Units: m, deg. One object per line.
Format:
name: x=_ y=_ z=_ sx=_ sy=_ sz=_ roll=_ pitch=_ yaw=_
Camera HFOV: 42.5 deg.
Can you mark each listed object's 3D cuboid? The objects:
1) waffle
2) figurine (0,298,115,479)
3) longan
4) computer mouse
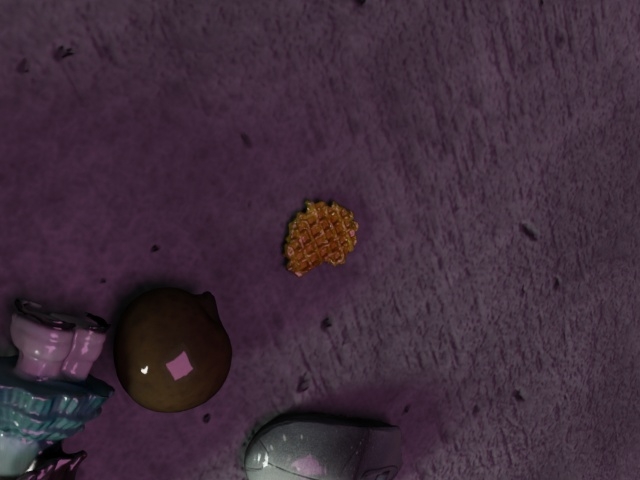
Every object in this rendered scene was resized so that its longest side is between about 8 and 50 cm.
waffle: x=0.001 y=-0.002 z=0.813 sx=0.085 sy=0.016 sz=0.078 roll=-1 pitch=109 yaw=-36
figurine: x=-0.233 y=0.177 z=0.663 sx=0.138 sy=0.110 sz=0.246 roll=19 pitch=90 yaw=-57
longan: x=-0.126 y=0.092 z=0.712 sx=0.113 sy=0.092 sz=0.113 roll=2 pitch=85 yaw=-30
computer mouse: x=0.020 y=0.248 z=0.891 sx=0.229 sy=0.068 sz=0.113 roll=17 pitch=99 yaw=-39
